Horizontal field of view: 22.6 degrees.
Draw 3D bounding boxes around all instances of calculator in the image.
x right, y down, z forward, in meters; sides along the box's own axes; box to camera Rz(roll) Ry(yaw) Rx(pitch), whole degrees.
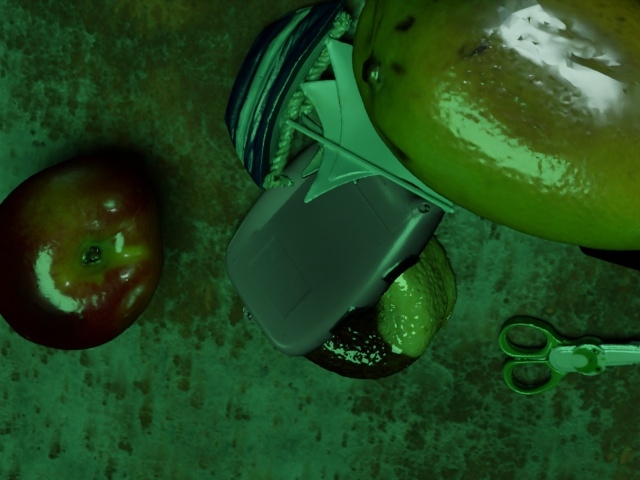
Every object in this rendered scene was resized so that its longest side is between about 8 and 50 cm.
[{"bbox_3d":[-0.001,0.000,1.809,0.294,0.043,0.194,-46,68,27],"label":"calculator"}]

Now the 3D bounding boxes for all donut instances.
[{"bbox_3d":[0.073,0.087,1.866,0.141,0.085,0.217,33,119,-5],"label":"donut"}]

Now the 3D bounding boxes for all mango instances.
[{"bbox_3d":[0.247,-0.138,1.588,0.445,0.301,0.220,22,150,-7],"label":"mango"}]

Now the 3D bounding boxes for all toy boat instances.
[{"bbox_3d":[0.017,-0.111,1.731,0.210,0.070,0.291,-42,79,21],"label":"toy boat"}]

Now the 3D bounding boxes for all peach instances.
[{"bbox_3d":[-0.283,0.010,1.839,0.199,0.243,0.243,23,123,-21],"label":"peach"}]

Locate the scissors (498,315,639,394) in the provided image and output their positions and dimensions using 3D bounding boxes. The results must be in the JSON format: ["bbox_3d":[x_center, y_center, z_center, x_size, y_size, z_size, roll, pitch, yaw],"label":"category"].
[{"bbox_3d":[0.311,0.135,1.866,0.204,0.027,0.101,-1,119,17],"label":"scissors"}]

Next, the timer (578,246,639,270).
[{"bbox_3d":[0.368,-0.049,1.733,0.144,0.055,0.187,17,121,5],"label":"timer"}]
